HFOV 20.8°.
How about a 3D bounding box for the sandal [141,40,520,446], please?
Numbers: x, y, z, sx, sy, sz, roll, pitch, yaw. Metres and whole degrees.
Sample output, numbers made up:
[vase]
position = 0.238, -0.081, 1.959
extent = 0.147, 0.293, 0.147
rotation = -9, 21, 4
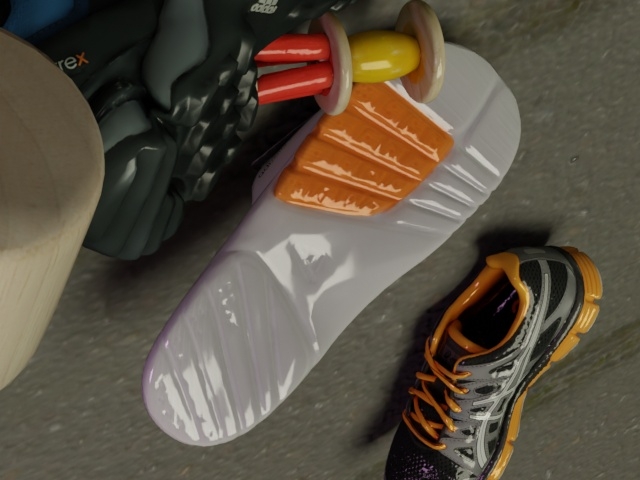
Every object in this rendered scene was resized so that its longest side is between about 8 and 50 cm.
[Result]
[sandal]
position = -0.007, -0.007, 0.933
extent = 0.265, 0.076, 0.102
rotation = -46, 112, -12

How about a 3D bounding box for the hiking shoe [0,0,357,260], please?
[hiking shoe]
position = -0.046, -0.140, 0.722
extent = 0.304, 0.132, 0.113
rotation = -52, 168, -27

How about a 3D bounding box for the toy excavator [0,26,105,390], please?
[toy excavator]
position = -0.322, -0.011, 0.463
extent = 0.222, 0.433, 0.445
rotation = -62, 179, 39

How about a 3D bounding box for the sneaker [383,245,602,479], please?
[sneaker]
position = 0.096, 0.089, 1.148
extent = 0.083, 0.084, 0.215
rotation = 16, 107, -48

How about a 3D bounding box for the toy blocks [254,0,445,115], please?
[toy blocks]
position = -0.012, -0.114, 0.834
extent = 0.148, 0.054, 0.123
rotation = -9, 127, -20
